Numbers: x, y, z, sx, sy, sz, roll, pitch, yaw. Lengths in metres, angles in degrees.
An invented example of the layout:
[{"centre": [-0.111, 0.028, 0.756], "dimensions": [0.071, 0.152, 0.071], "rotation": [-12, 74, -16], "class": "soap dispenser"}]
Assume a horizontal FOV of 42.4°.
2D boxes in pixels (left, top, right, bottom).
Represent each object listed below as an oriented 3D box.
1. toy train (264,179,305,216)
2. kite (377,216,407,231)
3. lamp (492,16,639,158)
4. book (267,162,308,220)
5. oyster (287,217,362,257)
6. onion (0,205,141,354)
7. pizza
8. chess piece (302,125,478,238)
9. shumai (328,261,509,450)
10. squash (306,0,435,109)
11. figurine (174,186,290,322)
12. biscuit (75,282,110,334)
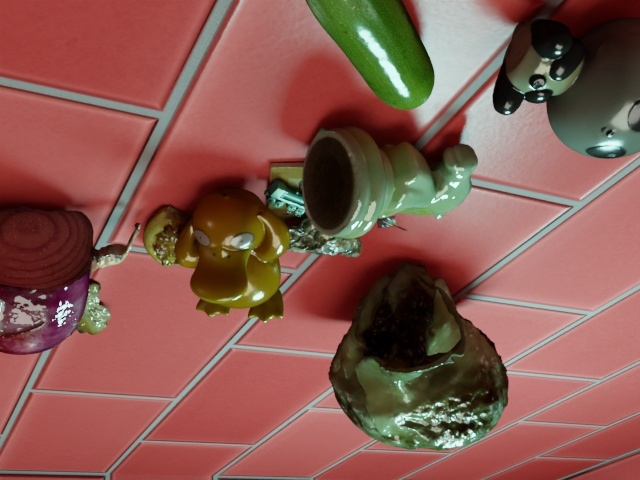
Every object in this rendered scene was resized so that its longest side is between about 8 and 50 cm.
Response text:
[{"centre": [-0.053, -0.071, 1.384], "dimensions": [0.092, 0.029, 0.045], "rotation": [20, 133, -36], "class": "toy train"}, {"centre": [0.131, -0.027, 1.549], "dimensions": [0.044, 0.002, 0.078], "rotation": [-18, 148, 20], "class": "kite"}, {"centre": [0.366, -0.210, 1.095], "dimensions": [0.243, 0.198, 0.198], "rotation": [14, 146, -16], "class": "lamp"}, {"centre": [-0.030, -0.081, 1.410], "dimensions": [0.118, 0.012, 0.172], "rotation": [-2, 151, -7], "class": "book"}, {"centre": [0.000, 0.000, 1.504], "dimensions": [0.177, 0.064, 0.125], "rotation": [-3, 169, -10], "class": "oyster"}, {"centre": [-0.488, 0.076, 1.378], "dimensions": [0.272, 0.256, 0.230], "rotation": [21, 131, -3], "class": "onion"}, {"centre": [-0.251, -0.001, 1.477], "dimensions": [0.134, 0.046, 0.175], "rotation": [-4, 151, -3], "class": "pizza"}, {"centre": [0.131, -0.092, 1.310], "dimensions": [0.298, 0.176, 0.176], "rotation": [-3, 154, -34], "class": "chess piece"}, {"centre": [0.193, 0.212, 1.728], "dimensions": [0.395, 0.395, 0.348], "rotation": [-8, 130, 4], "class": "shumai"}, {"centre": [0.054, -0.271, 1.000], "dimensions": [0.101, 0.101, 0.379], "rotation": [-17, 147, 19], "class": "squash"}, {"centre": [-0.147, 0.026, 1.413], "dimensions": [0.215, 0.215, 0.228], "rotation": [-9, 161, 5], "class": "figurine"}, {"centre": [-0.495, 0.148, 1.686], "dimensions": [0.118, 0.061, 0.183], "rotation": [-3, 151, -3], "class": "biscuit"}]
